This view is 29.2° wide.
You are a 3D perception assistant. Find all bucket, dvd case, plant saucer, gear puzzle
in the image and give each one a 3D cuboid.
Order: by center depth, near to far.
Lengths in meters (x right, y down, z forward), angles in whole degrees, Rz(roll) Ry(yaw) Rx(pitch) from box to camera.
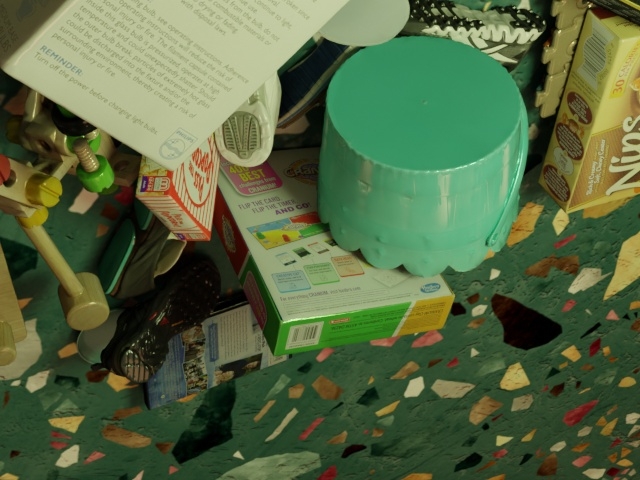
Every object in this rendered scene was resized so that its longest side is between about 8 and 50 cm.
[{"bbox_3d":[0.127,-0.114,1.549,0.281,0.281,0.183,-17,143,-13],"label":"bucket"},{"bbox_3d":[0.378,-0.327,1.705,0.175,0.044,0.339,-21,140,-20],"label":"gear puzzle"},{"bbox_3d":[-0.304,0.137,1.816,0.119,0.021,0.119,-15,137,-14],"label":"plant saucer"},{"bbox_3d":[-0.158,0.161,1.904,0.253,0.022,0.180,-18,139,-19],"label":"dvd case"}]

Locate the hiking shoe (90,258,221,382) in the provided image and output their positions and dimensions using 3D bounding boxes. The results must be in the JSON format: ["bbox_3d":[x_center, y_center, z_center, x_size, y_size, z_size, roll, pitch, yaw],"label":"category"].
[{"bbox_3d":[-0.237,0.103,1.750,0.227,0.114,0.086,-49,126,-34],"label":"hiking shoe"}]

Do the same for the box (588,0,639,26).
[{"bbox_3d":[0.389,-0.416,1.509,0.322,0.079,0.257,15,92,-38],"label":"box"}]

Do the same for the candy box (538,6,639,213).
[{"bbox_3d":[0.444,-0.197,1.779,0.182,0.087,0.316,-14,138,-22],"label":"candy box"}]

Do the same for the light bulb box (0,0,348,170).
[{"bbox_3d":[-0.143,-0.334,1.170,0.361,0.358,0.225,-43,139,14],"label":"light bulb box"}]

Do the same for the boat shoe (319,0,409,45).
[{"bbox_3d":[-0.029,-0.325,1.436,0.306,0.105,0.113,14,127,-32],"label":"boat shoe"}]

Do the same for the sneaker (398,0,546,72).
[{"bbox_3d":[0.190,-0.261,1.641,0.234,0.078,0.106,-2,130,-30],"label":"sneaker"}]

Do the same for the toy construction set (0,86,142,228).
[{"bbox_3d":[-0.349,-0.098,1.408,0.308,0.257,0.237,-8,142,10],"label":"toy construction set"}]

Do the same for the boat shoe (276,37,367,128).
[{"bbox_3d":[0.004,-0.206,1.603,0.183,0.066,0.066,-42,139,15],"label":"boat shoe"}]

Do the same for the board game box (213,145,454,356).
[{"bbox_3d":[0.000,0.000,1.620,0.242,0.316,0.064,-7,135,-23],"label":"board game box"}]

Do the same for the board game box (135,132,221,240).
[{"bbox_3d":[-0.165,-0.114,1.489,0.045,0.194,0.147,0,160,15],"label":"board game box"}]

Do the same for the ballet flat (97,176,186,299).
[{"bbox_3d":[-0.219,-0.026,1.647,0.096,0.095,0.280,2,140,-29],"label":"ballet flat"}]

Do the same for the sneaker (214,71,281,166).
[{"bbox_3d":[-0.091,-0.216,1.534,0.090,0.115,0.232,7,112,8],"label":"sneaker"}]

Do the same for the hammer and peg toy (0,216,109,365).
[{"bbox_3d":[-0.468,0.051,1.555,0.361,0.127,0.266,-16,137,-12],"label":"hammer and peg toy"}]
